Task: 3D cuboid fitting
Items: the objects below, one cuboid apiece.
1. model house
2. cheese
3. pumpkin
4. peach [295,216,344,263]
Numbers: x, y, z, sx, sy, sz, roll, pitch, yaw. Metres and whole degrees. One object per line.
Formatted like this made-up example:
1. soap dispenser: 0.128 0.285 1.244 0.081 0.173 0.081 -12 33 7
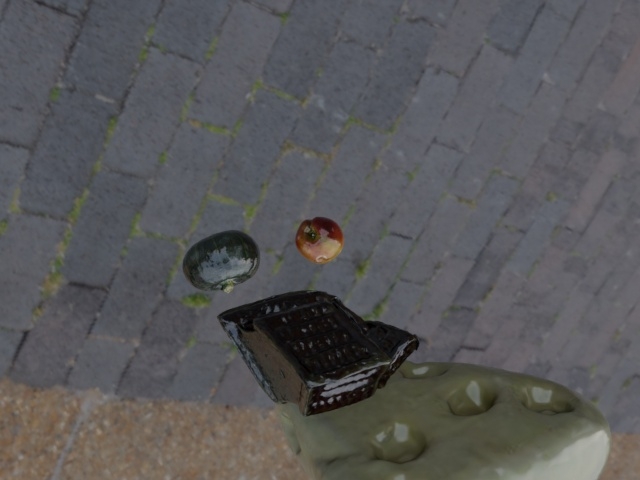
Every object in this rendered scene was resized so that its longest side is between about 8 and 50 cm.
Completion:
1. model house: 0.014 0.096 0.780 0.165 0.152 0.106 -17 95 -23
2. cheese: 0.132 0.204 0.967 0.328 0.351 0.129 -15 119 -12
3. pumpkin: -0.208 0.046 1.816 0.167 0.167 0.125 -32 94 -15
4. peach: -0.001 0.001 1.763 0.101 0.101 0.100 -18 127 -26
